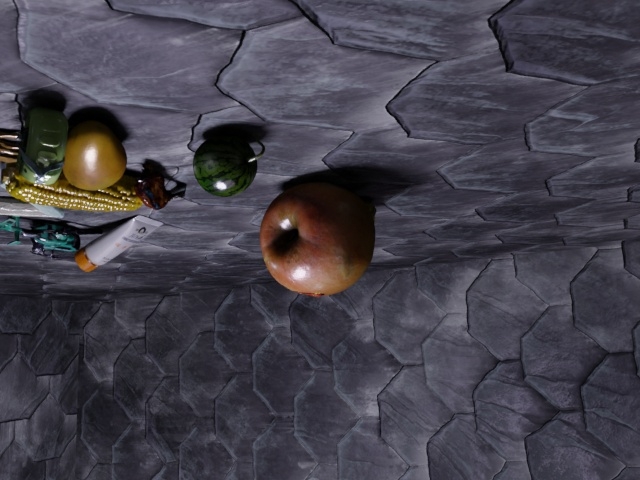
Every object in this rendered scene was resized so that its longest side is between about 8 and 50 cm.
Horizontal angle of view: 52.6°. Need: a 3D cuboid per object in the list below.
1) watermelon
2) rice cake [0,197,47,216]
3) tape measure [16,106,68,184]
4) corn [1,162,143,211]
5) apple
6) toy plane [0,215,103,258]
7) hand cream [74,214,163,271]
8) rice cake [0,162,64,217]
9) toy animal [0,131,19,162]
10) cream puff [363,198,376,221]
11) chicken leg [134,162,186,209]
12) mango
[{"bbox_3d":[-0.202,-0.175,1.467,0.187,0.141,0.140,-12,165,37],"label":"watermelon"},{"bbox_3d":[-0.882,-0.096,1.891,0.256,0.052,0.057,3,170,-24],"label":"rice cake"},{"bbox_3d":[-0.554,-0.188,1.287,0.087,0.154,0.177,10,-166,-34],"label":"tape measure"},{"bbox_3d":[-0.606,-0.136,1.619,0.363,0.121,0.120,5,166,-44],"label":"corn"},{"bbox_3d":[0.000,0.000,1.869,0.338,0.339,0.305,-13,160,40],"label":"apple"},{"bbox_3d":[-0.915,-0.021,2.148,0.155,0.107,0.381,-16,162,28],"label":"toy plane"},{"bbox_3d":[-0.697,-0.001,2.234,0.314,0.089,0.139,-32,160,17],"label":"hand cream"},{"bbox_3d":[-0.761,-0.130,1.725,0.062,0.066,0.336,-1,167,-4],"label":"rice cake"},{"bbox_3d":[-0.707,-0.217,1.363,0.149,0.054,0.275,-12,164,29],"label":"toy animal"},{"bbox_3d":[0.108,-0.061,2.085,0.156,0.156,0.121,-10,148,32],"label":"cream puff"},{"bbox_3d":[-0.426,-0.133,1.723,0.051,0.106,0.253,23,178,12],"label":"chicken leg"},{"bbox_3d":[-0.492,-0.187,1.415,0.138,0.113,0.253,6,159,-20],"label":"mango"}]
